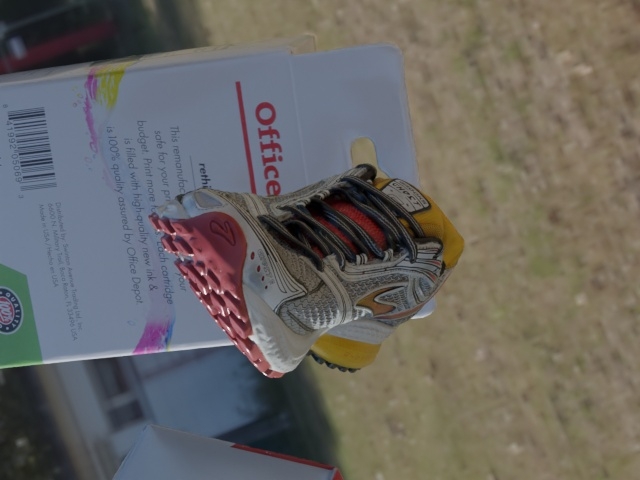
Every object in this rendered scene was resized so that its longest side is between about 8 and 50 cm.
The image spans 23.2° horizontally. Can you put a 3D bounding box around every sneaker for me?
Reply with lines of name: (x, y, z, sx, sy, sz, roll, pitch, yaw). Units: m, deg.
sneaker: (0.000, 0.000, 0.692, 0.088, 0.092, 0.225, 52, -166, 14)

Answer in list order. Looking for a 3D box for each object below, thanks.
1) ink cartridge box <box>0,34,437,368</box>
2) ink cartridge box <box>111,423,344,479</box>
ink cartridge box: (-0.098, -0.033, 1.127, 0.119, 0.353, 0.207, -56, -40, -76)
ink cartridge box: (-0.045, 0.212, 0.865, 0.128, 0.127, 0.176, 8, 141, 28)
